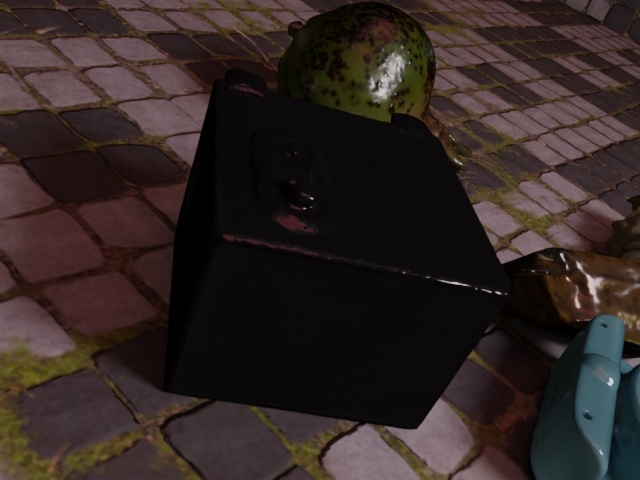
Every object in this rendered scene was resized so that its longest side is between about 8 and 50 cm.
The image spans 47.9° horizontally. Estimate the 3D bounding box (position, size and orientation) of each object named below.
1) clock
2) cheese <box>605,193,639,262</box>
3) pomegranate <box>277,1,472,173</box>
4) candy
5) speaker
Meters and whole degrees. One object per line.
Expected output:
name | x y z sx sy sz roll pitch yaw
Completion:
clock | 0.332 0.197 0.640 0.274 0.094 0.223 29 34 9
cheese | 0.485 0.011 1.014 0.175 0.091 0.202 22 31 -2
pomegranate | 0.064 -0.175 0.952 0.204 0.276 0.222 0 39 39
candy | 0.286 0.062 0.785 0.272 0.143 0.101 13 73 -15
speaker | 0.000 0.000 0.629 0.232 0.184 0.254 13 36 -17
